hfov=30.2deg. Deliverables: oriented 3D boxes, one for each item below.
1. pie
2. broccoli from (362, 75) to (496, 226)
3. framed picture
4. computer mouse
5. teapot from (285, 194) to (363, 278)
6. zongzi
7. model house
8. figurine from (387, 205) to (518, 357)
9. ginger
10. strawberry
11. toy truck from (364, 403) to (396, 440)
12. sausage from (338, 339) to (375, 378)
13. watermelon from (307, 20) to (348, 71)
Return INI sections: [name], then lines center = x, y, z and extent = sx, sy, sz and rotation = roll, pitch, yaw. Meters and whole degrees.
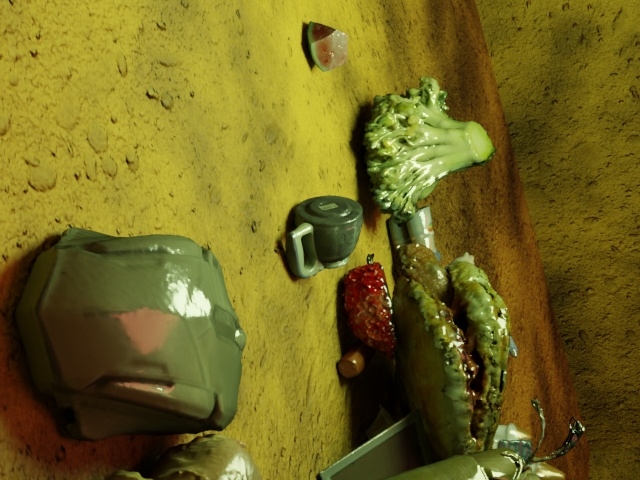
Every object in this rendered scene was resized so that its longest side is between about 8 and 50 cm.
[pie]
center = 0.234, 0.252, 2.116
extent = 0.395, 0.180, 0.418
rotation = -115, -161, -59
[broccoli]
center = 0.199, -0.177, 2.274
extent = 0.248, 0.246, 0.288
rotation = 11, 67, -59
[framed picture]
center = 0.113, 0.458, 1.983
extent = 0.231, 0.018, 0.293
rotation = -26, 112, -34
[computer mouse]
center = -0.170, 0.106, 1.329
extent = 0.429, 0.145, 0.228
rotation = 27, 56, -66
[teapot]
center = 0.011, 0.000, 1.906
extent = 0.149, 0.111, 0.108
rotation = -69, 160, -62
[zongzi]
center = 0.249, 0.492, 1.773
extent = 0.181, 0.447, 0.418
rotation = 106, -35, -59
[model house]
center = 0.348, 0.434, 2.402
extent = 0.271, 0.301, 0.190
rotation = 27, 65, -66
[figurine]
center = 0.218, 0.129, 2.396
extent = 0.205, 0.224, 0.382
rotation = -24, 81, -47
[ginger]
center = -0.151, 0.304, 1.319
extent = 0.267, 0.138, 0.152
rotation = -28, 104, -63
[strawberry]
center = 0.083, 0.118, 2.076
extent = 0.140, 0.085, 0.192
rotation = 114, -32, -85
[toy truck]
center = 0.154, 0.430, 2.122
extent = 0.286, 0.111, 0.136
rotation = 59, -2, -30
[sausage]
center = 0.067, 0.203, 2.071
extent = 0.039, 0.041, 0.131
rotation = 68, 22, -6
[watermelon]
center = 0.014, -0.347, 2.091
extent = 0.092, 0.072, 0.084
rotation = -82, 172, -47
